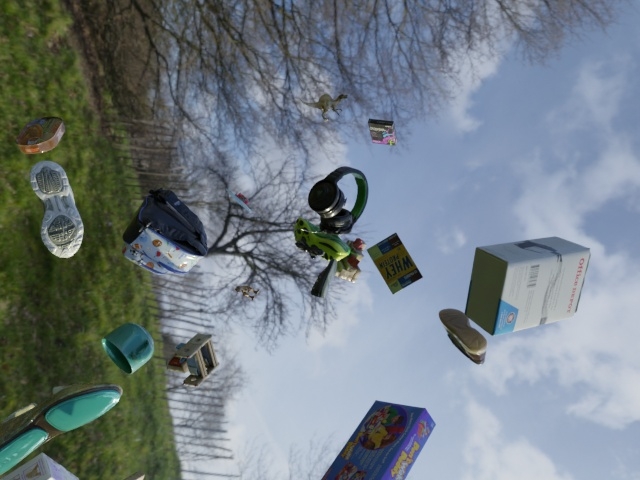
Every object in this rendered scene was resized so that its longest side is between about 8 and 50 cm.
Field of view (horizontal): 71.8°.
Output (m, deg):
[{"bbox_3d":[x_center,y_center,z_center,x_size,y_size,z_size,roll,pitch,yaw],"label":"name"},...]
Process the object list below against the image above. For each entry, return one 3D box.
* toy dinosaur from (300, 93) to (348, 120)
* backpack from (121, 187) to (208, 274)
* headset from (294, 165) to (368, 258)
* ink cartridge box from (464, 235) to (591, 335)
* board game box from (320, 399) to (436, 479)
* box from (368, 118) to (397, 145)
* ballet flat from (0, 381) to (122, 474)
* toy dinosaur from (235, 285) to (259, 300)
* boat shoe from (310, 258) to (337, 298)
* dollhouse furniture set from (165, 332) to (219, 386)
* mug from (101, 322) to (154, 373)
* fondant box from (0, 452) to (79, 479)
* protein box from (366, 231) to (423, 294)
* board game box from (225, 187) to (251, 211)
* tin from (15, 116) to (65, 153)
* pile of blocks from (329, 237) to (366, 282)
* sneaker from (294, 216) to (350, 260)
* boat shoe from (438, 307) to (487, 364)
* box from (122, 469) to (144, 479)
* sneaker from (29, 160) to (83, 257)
[{"bbox_3d":[0.015,-0.484,1.605,0.053,0.183,0.092,-175,-108,-73],"label":"toy dinosaur"},{"bbox_3d":[-0.525,-0.003,1.512,0.213,0.263,0.276,-47,-154,22],"label":"backpack"},{"bbox_3d":[0.058,-0.100,1.644,0.185,0.394,0.243,27,-27,40],"label":"headset"},{"bbox_3d":[0.587,0.122,1.260,0.129,0.307,0.223,-139,-133,-60],"label":"ink cartridge box"},{"bbox_3d":[0.184,0.682,1.415,0.233,0.347,0.078,-16,-69,52],"label":"board game box"},{"bbox_3d":[0.284,-0.493,2.015,0.162,0.116,0.029,57,48,-63],"label":"box"},{"bbox_3d":[-0.676,0.434,1.098,0.123,0.348,0.123,51,-18,24],"label":"ballet flat"},{"bbox_3d":[-0.347,0.230,2.057,0.064,0.112,0.211,-61,177,-12],"label":"toy dinosaur"},{"bbox_3d":[0.012,0.098,1.193,0.049,0.042,0.133,79,28,-45],"label":"boat shoe"},{"bbox_3d":[-0.481,0.413,1.561,0.183,0.129,0.129,1,-68,25],"label":"dollhouse furniture set"},{"bbox_3d":[-0.533,0.308,1.265,0.158,0.097,0.129,30,-46,19],"label":"mug"},{"bbox_3d":[-0.914,0.810,1.300,0.096,0.330,0.238,39,-30,35],"label":"fondant box"},{"bbox_3d":[0.292,0.092,1.778,0.201,0.136,0.200,60,4,5],"label":"protein box"},{"bbox_3d":[-0.375,-0.198,2.087,0.168,0.033,0.133,38,-11,25],"label":"board game box"},{"bbox_3d":[-0.839,-0.319,1.331,0.190,0.106,0.040,-104,-174,-49],"label":"tin"},{"bbox_3d":[0.124,0.044,1.927,0.112,0.149,0.362,-56,-175,21],"label":"pile of blocks"},{"bbox_3d":[0.000,0.000,1.808,0.295,0.123,0.109,36,-65,35],"label":"sneaker"},{"bbox_3d":[0.497,0.334,1.560,0.285,0.103,0.092,-120,-159,-69],"label":"boat shoe"},{"bbox_3d":[-0.532,0.654,1.048,0.021,0.201,0.164,36,-69,25],"label":"box"},{"bbox_3d":[-0.620,-0.077,1.057,0.115,0.090,0.232,-149,-125,-63],"label":"sneaker"}]
